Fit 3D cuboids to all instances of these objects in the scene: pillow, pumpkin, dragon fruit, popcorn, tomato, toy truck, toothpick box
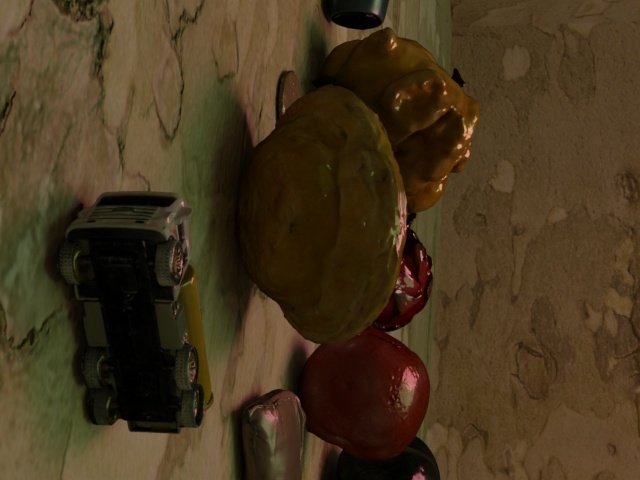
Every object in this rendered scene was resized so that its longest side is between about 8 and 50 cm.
[{"bbox_3d":[-0.059,0.329,1.375,0.173,0.067,0.270,-20,109,-72],"label":"pillow"},{"bbox_3d":[0.112,0.487,1.877,0.300,0.207,0.300,176,-90,-89],"label":"pumpkin"},{"bbox_3d":[0.097,0.057,1.800,0.274,0.192,0.193,56,19,-68],"label":"dragon fruit"},{"bbox_3d":[0.130,-0.214,1.760,0.297,0.281,0.316,55,-19,15],"label":"popcorn"},{"bbox_3d":[0.069,0.234,1.630,0.184,0.208,0.208,-63,158,-21],"label":"tomato"},{"bbox_3d":[-0.148,0.065,0.886,0.114,0.098,0.227,-76,165,-59],"label":"toy truck"},{"bbox_3d":[0.069,-0.463,1.814,0.120,0.120,0.184,35,60,-75],"label":"toothpick box"}]

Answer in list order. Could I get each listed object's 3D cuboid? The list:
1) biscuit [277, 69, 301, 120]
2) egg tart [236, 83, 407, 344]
[{"bbox_3d":[-0.044,-0.191,1.539,0.120,0.015,0.120,0,90,-77],"label":"biscuit"},{"bbox_3d":[-0.022,-0.031,1.264,0.319,0.128,0.319,-4,-95,57],"label":"egg tart"}]
